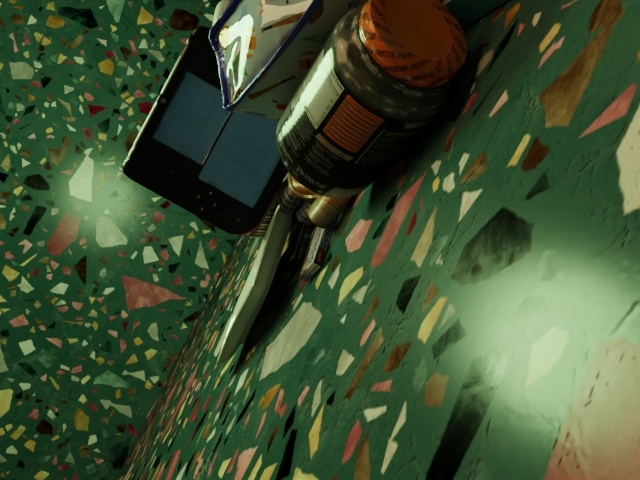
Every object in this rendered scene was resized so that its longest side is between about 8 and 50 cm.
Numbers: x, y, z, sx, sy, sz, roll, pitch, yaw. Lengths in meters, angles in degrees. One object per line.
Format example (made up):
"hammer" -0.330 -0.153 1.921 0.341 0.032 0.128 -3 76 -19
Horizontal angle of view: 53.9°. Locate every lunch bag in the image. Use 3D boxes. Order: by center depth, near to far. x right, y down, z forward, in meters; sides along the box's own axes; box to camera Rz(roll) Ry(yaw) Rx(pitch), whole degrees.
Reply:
"lunch bag" 0.028 -0.404 1.178 0.385 0.327 0.239 -35 63 44

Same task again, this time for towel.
"towel" 0.008 -0.210 1.495 0.235 0.121 0.284 -51 16 42

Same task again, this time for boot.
"boot" 0.019 -0.131 1.292 0.152 0.073 0.197 -49 43 16

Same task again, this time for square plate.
"square plate" -0.151 0.091 1.547 0.344 0.049 0.347 118 172 -45

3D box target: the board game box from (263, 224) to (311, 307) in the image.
"board game box" -0.082 0.062 1.508 0.186 0.026 0.126 -54 14 40

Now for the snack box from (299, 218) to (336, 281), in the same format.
"snack box" 0.000 0.000 1.289 0.064 0.022 0.178 -48 17 46

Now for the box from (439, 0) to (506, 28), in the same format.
"box" 0.261 -0.408 0.961 0.101 0.060 0.244 -62 11 -1

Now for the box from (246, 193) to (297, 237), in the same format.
"box" -0.144 -0.135 1.714 0.167 0.168 0.203 -1 -51 -55

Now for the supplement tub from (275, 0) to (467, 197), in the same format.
"supplement tub" 0.074 -0.230 1.020 0.338 0.207 0.207 -45 20 55

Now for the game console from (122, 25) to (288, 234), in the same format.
"game console" -0.222 -0.242 1.441 0.387 0.341 0.060 -61 8 4

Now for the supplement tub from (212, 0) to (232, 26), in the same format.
"supplement tub" -0.105 -0.461 1.563 0.228 0.315 0.229 -173 90 -86
